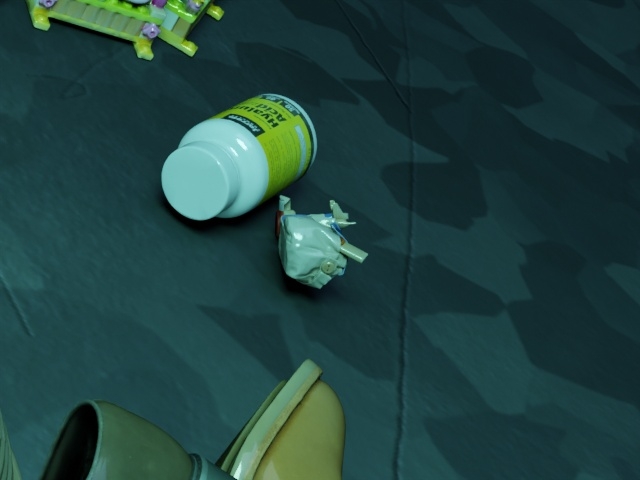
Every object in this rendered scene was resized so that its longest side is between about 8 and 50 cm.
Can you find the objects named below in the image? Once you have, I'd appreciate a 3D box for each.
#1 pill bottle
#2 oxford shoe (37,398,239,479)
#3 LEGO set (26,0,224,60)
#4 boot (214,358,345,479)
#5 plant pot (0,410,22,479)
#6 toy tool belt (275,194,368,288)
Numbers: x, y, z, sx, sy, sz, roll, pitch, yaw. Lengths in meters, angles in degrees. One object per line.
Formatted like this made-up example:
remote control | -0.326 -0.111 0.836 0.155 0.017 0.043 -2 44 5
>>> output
pill bottle | -0.053 -0.052 1.025 0.065 0.065 0.116 38 30 9
oxford shoe | -0.117 0.155 0.586 0.096 0.083 0.227 42 46 -19
LEGO set | -0.120 -0.213 1.159 0.287 0.107 0.132 -6 48 -49
boot | 0.033 0.191 0.695 0.220 0.109 0.283 28 31 -8
plant pot | -0.216 0.069 0.635 0.237 0.109 0.237 24 30 -15
toy tool belt | 0.000 0.000 1.010 0.051 0.052 0.083 1 17 -8
